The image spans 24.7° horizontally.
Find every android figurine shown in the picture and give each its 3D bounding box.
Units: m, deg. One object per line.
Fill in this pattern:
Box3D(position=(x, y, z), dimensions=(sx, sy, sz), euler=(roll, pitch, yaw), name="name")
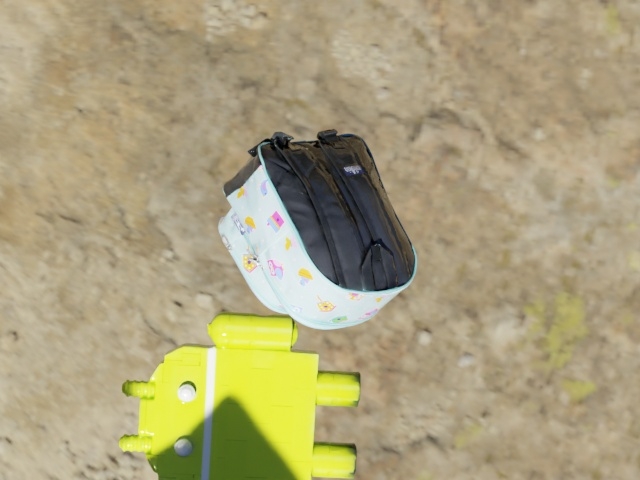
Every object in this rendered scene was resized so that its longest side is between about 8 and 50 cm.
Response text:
Box3D(position=(-0.092, 0.204, 1.666), dimensions=(0.272, 0.056, 0.248), euler=(5, 91, -5), name="android figurine")

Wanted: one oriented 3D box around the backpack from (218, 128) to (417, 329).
Box3D(position=(0.000, 0.000, 1.472), dimensions=(0.166, 0.188, 0.144), euler=(-6, 145, -45), name="backpack")
